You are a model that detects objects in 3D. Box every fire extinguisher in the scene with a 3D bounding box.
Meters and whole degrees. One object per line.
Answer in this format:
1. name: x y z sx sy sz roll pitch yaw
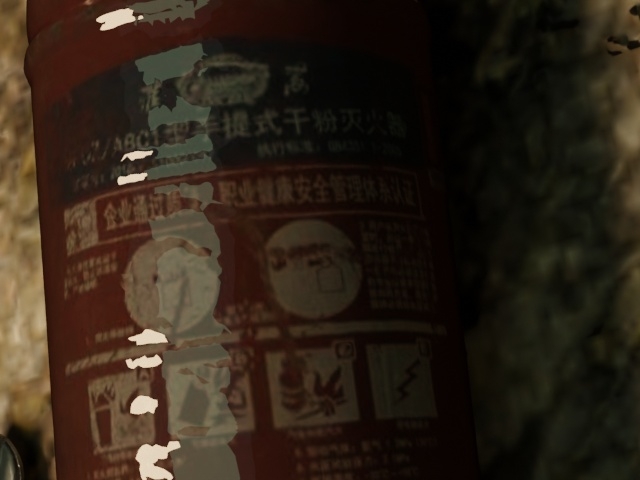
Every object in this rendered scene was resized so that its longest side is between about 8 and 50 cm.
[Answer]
1. fire extinguisher: 0.000 0.000 0.404 0.138 0.102 0.344 -4 79 -2

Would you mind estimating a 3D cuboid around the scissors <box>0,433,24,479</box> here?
1. scissors: -0.115 0.157 0.486 0.101 0.027 0.204 10 91 31
